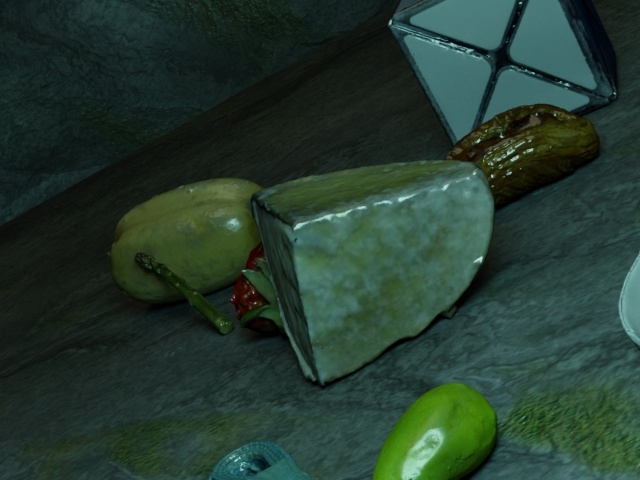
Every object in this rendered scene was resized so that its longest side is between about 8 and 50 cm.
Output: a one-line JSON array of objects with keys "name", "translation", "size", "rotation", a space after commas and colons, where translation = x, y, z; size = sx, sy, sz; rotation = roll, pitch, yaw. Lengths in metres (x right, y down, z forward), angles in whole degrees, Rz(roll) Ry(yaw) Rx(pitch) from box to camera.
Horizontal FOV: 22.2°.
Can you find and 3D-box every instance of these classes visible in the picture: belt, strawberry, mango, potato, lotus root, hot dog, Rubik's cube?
[{"name": "belt", "translation": [-0.031, 0.255, 1.510], "size": [0.087, 0.072, 0.302], "rotation": [-28, 13, -14]}, {"name": "strawberry", "translation": [0.000, 0.000, 2.141], "size": [0.233, 0.137, 0.306], "rotation": [-23, 18, 25]}, {"name": "mango", "translation": [0.101, 0.189, 1.480], "size": [0.091, 0.074, 0.165], "rotation": [-11, 24, 43]}, {"name": "potato", "translation": [0.070, 0.019, 1.909], "size": [0.264, 0.211, 0.189], "rotation": [-17, 14, -4]}, {"name": "lotus root", "translation": [-0.167, -0.004, 2.412], "size": [0.343, 0.151, 0.169], "rotation": [-16, 44, 28]}, {"name": "hot dog", "translation": [0.248, -0.105, 2.120], "size": [0.227, 0.099, 0.160], "rotation": [-31, 15, 0]}, {"name": "Rubik's cube", "translation": [0.271, -0.299, 2.393], "size": [0.255, 0.260, 0.259], "rotation": [-23, 14, 17]}]

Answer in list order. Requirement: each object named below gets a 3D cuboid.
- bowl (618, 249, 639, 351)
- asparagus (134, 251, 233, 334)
[{"name": "bowl", "translation": [0.392, 0.042, 1.277], "size": [0.287, 0.143, 0.287], "rotation": [-32, 20, 13]}, {"name": "asparagus", "translation": [-0.194, 0.069, 2.283], "size": [0.248, 0.025, 0.024], "rotation": [35, 99, 46]}]
